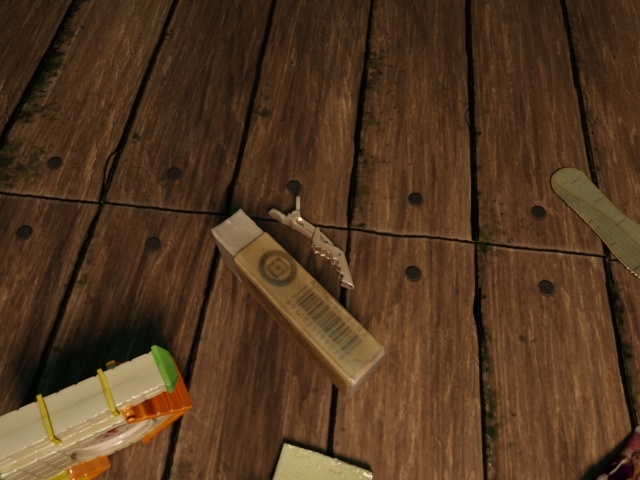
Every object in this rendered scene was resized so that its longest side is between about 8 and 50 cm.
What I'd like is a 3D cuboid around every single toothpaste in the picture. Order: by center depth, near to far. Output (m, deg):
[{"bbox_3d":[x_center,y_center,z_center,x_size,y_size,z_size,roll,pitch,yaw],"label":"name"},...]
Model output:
[{"bbox_3d":[0.451,0.395,0.769,0.266,0.061,0.096,-29,66,-22],"label":"toothpaste"}]

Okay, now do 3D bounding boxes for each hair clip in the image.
[{"bbox_3d":[0.000,0.000,0.968,0.072,0.034,0.226,-39,71,-20],"label":"hair clip"}]

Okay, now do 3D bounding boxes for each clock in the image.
[{"bbox_3d":[-0.317,0.262,0.725,0.255,0.219,0.106,-22,66,-21],"label":"clock"}]

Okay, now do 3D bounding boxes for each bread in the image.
[{"bbox_3d":[0.003,0.366,0.779,0.154,0.028,0.068,14,63,7],"label":"bread"}]

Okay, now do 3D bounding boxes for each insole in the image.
[{"bbox_3d":[0.601,-0.020,1.010,0.119,0.009,0.348,-32,68,-16],"label":"insole"}]

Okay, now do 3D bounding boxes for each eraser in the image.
[{"bbox_3d":[-0.043,0.104,0.851,0.078,0.144,0.343,-40,71,-18],"label":"eraser"}]
